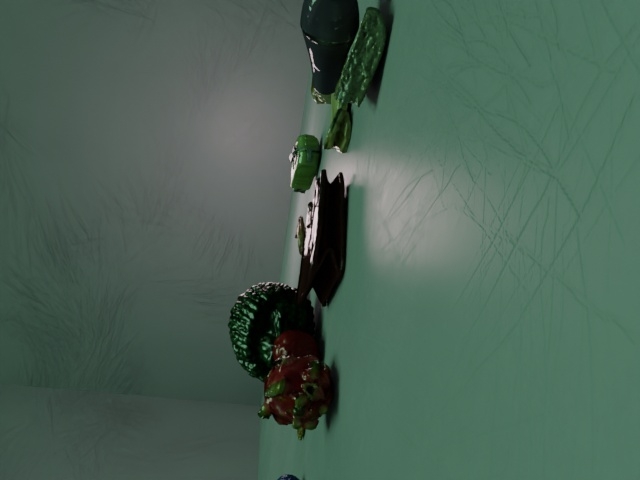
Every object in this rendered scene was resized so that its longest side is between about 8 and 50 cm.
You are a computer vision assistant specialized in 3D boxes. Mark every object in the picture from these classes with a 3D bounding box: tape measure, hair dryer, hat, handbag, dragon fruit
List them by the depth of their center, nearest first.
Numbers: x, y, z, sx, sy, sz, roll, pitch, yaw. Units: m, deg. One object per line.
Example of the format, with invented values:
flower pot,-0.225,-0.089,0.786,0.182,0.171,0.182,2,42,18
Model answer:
dragon fruit,-0.049,0.318,1.178,0.167,0.160,0.172,-40,-10,-26
hair dryer,0.063,-0.527,1.232,0.301,0.121,0.360,94,-162,-69
handbag,0.001,0.000,1.363,0.260,0.084,0.275,109,167,-62
hat,-0.091,0.258,1.503,0.332,0.242,0.273,8,115,61
tape measure,-0.060,-0.302,2.082,0.200,0.106,0.175,110,162,-56

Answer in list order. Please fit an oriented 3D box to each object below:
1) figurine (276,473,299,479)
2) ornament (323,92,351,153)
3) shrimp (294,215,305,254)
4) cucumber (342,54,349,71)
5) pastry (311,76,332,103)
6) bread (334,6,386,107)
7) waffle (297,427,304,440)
figurine,-0.082,0.668,1.462,0.087,0.086,0.149,-42,-30,-27
ornament,0.042,-0.302,1.466,0.180,0.059,0.201,106,171,-59
shrimp,-0.073,-0.019,2.238,0.095,0.045,0.162,62,-156,-64
cucumber,0.063,-0.441,1.432,0.187,0.058,0.058,-101,19,-74
pastry,0.020,-0.489,1.694,0.166,0.088,0.165,-176,90,-85
bread,0.077,-0.339,1.109,0.232,0.064,0.172,117,172,-66
waffle,-0.052,0.507,1.574,0.085,0.016,0.078,-94,17,-55
